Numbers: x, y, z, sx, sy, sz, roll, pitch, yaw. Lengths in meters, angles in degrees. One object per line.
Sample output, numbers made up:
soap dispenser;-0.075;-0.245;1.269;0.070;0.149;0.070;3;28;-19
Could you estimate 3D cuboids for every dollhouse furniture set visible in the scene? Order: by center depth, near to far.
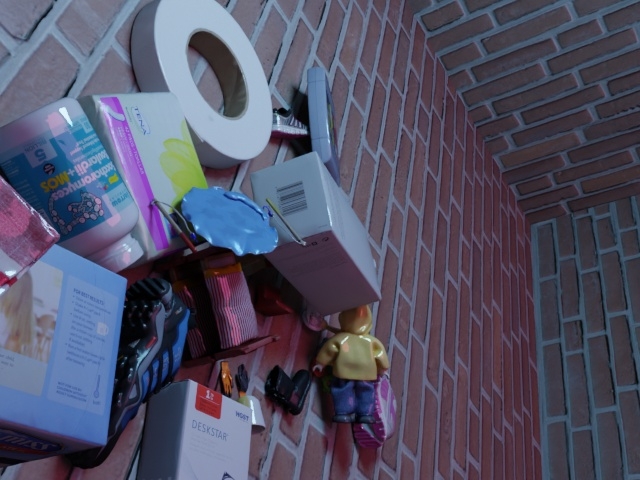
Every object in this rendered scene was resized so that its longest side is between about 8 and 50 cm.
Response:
dollhouse furniture set;-0.132;0.096;1.456;0.374;0.152;0.201;-17;90;-62

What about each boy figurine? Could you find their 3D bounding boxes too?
boy figurine;0.069;0.273;1.691;0.092;0.177;0.285;111;-21;-77

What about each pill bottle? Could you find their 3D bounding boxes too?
pill bottle;-0.374;-0.072;1.129;0.264;0.146;0.146;63;30;-16

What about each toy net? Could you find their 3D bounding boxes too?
toy net;0.001;0.237;1.737;0.122;0.045;0.232;-29;98;-32

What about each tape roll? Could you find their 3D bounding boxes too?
tape roll;-0.243;-0.344;1.590;0.392;0.072;0.392;36;46;-48

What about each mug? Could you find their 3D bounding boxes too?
mug;-0.142;0.329;1.410;0.078;0.062;0.064;43;32;-52

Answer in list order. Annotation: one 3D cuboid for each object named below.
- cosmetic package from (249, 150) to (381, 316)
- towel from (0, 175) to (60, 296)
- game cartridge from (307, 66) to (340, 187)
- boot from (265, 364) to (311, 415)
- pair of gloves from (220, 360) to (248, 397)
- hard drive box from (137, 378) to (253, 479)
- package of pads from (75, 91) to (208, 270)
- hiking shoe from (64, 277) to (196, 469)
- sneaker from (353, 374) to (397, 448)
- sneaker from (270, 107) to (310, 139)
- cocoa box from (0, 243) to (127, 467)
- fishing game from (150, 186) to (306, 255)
cosmetic package;0.000;0.000;1.566;0.365;0.155;0.197;55;20;-57
towel;-0.410;0.005;0.667;0.237;0.037;0.329;52;37;-20
game cartridge;0.008;-0.298;1.955;0.196;0.060;0.294;58;25;-64
boot;-0.069;0.301;1.571;0.099;0.045;0.121;50;36;-30
pair of gloves;-0.166;0.274;1.445;0.083;0.010;0.074;26;53;-54
hard drive box;-0.208;0.374;1.235;0.181;0.089;0.232;39;43;-46
package of pads;-0.307;-0.116;1.318;0.229;0.101;0.296;-24;96;-61
hiking shoe;-0.276;0.212;1.136;0.132;0.113;0.304;49;55;-44
sneaker;0.128;0.381;1.827;0.111;0.103;0.252;20;64;-60
sneaker;-0.080;-0.296;1.857;0.170;0.063;0.074;-6;86;-56
cocoa box;-0.431;0.107;0.843;0.347;0.228;0.231;36;45;-48
fishing game;-0.162;-0.030;1.300;0.264;0.041;0.189;-7;47;-48
